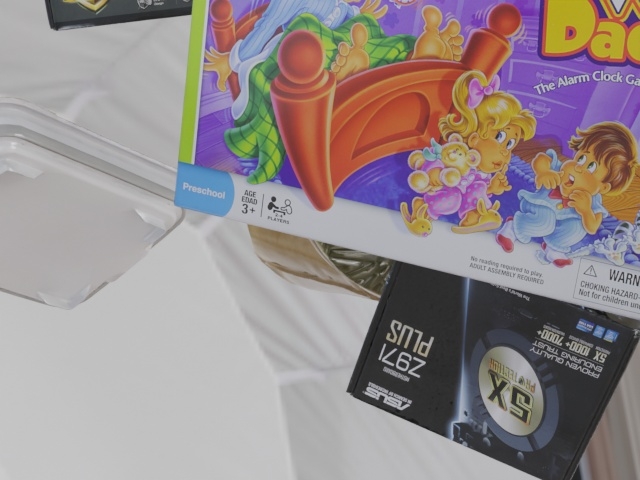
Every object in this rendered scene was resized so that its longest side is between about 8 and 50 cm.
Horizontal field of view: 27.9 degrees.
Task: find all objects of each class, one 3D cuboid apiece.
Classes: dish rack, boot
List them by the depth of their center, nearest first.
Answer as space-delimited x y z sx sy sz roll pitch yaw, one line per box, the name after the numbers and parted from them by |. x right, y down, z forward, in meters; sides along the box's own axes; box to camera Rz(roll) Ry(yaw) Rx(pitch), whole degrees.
0.000 0.000 1.294 0.236 0.089 0.269 44 -16 -32 | boot
-0.342 -0.021 1.559 0.285 0.072 0.333 -38 -38 26 | dish rack

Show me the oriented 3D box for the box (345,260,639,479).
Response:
0.130 0.075 0.956 0.180 0.147 0.077 24 29 8 | box

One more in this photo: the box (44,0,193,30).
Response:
-0.193 -0.325 1.379 0.220 0.175 0.051 -7 26 -6 | box

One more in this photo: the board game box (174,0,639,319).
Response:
0.093 -0.101 0.759 0.347 0.233 0.078 13 20 18 | board game box
